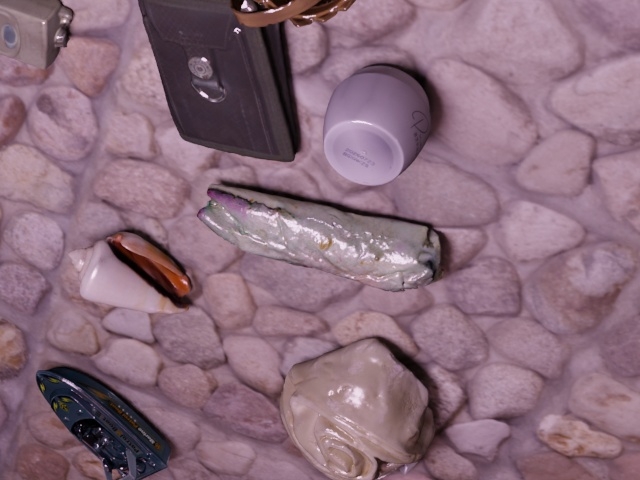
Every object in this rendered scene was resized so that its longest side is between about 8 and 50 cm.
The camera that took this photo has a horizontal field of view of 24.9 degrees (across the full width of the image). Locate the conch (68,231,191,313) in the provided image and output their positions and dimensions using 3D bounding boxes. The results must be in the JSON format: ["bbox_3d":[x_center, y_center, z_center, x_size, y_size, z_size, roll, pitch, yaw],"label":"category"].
[{"bbox_3d":[-0.247,0.048,1.903,0.176,0.104,0.094,27,176,-8],"label":"conch"}]

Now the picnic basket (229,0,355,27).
[{"bbox_3d":[-0.027,-0.274,1.434,0.128,0.178,0.138,-13,125,32],"label":"picnic basket"}]

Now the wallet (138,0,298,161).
[{"bbox_3d":[-0.114,-0.190,1.652,0.168,0.052,0.245,9,137,20],"label":"wallet"}]

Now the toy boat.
[{"bbox_3d":[-0.329,0.273,2.147,0.246,0.103,0.093,45,133,-17],"label":"toy boat"}]

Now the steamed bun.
[{"bbox_3d":[0.047,0.252,1.930,0.218,0.144,0.211,-16,124,35],"label":"steamed bun"}]

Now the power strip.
[{"bbox_3d":[-0.430,-0.280,1.703,0.286,0.048,0.080,20,135,6],"label":"power strip"}]

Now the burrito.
[{"bbox_3d":[0.000,-0.001,1.766,0.309,0.066,0.096,14,130,10],"label":"burrito"}]

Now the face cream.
[{"bbox_3d":[0.061,-0.126,1.591,0.117,0.104,0.117,11,135,12],"label":"face cream"}]
